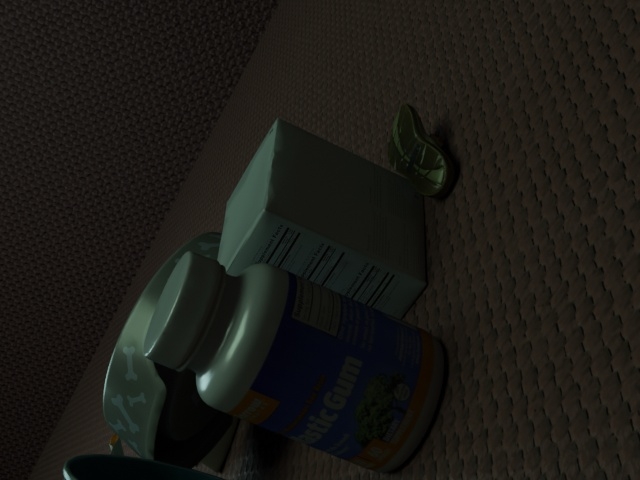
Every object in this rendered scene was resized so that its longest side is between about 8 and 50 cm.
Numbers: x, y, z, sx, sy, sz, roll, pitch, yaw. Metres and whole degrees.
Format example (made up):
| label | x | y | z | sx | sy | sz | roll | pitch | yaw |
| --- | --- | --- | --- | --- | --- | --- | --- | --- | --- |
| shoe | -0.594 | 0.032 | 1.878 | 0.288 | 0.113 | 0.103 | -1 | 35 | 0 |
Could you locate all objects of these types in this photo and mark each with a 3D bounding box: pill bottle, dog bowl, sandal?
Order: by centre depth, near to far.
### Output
| label | x | y | z | sx | sy | sz | roll | pitch | yaw |
| --- | --- | --- | --- | --- | --- | --- | --- | --- | --- |
| pill bottle | -0.029 | 0.114 | 1.123 | 0.152 | 0.272 | 0.152 | -59 | 16 | 29 |
| sandal | 0.127 | -0.103 | 1.374 | 0.072 | 0.049 | 0.180 | -66 | 28 | 23 |
| dog bowl | -0.167 | 0.145 | 1.555 | 0.349 | 0.102 | 0.349 | -55 | -20 | -31 |

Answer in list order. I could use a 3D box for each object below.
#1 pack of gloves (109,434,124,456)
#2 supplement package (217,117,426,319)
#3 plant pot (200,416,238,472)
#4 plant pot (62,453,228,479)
| label | x | y | z | sx | sy | sz | roll | pitch | yaw |
| --- | --- | --- | --- | --- | --- | --- | --- | --- | --- |
| pack of gloves | -0.285 | 0.406 | 1.507 | 0.195 | 0.046 | 0.232 | -77 | -20 | -69 |
| supplement package | 0.000 | 0.000 | 1.338 | 0.149 | 0.203 | 0.194 | -56 | 17 | 33 |
| plant pot | -0.185 | 0.284 | 1.768 | 0.096 | 0.109 | 0.109 | -55 | 12 | -11 |
| plant pot | -0.194 | 0.410 | 1.313 | 0.271 | 0.271 | 0.255 | -166 | 92 | -75 |
